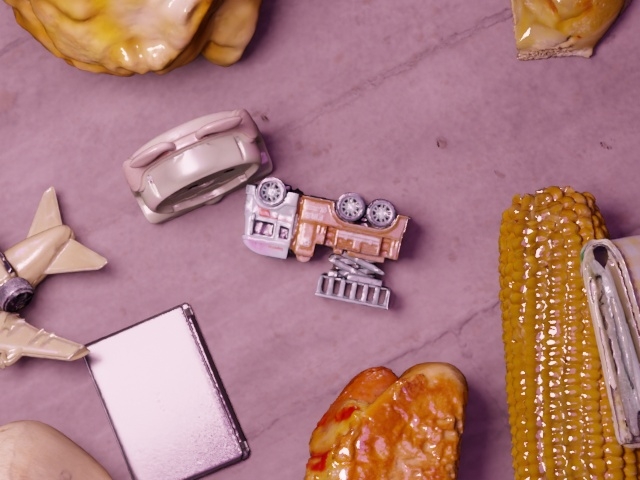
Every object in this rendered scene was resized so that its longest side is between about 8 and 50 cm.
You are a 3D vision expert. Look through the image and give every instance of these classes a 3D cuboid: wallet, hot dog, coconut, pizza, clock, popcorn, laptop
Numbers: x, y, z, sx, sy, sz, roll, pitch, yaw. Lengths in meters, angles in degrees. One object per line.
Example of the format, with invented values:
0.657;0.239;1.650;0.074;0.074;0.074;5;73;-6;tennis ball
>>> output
0.417;0.080;1.736;0.309;0.077;0.223;-9;80;-31;wallet
0.059;0.241;1.746;0.153;0.150;0.257;10;74;0;hot dog
-0.300;0.289;1.724;0.224;0.224;0.224;0;81;1;coconut
0.292;-0.296;1.854;0.204;0.080;0.188;-1;82;0;pizza
-0.130;-0.080;1.775;0.151;0.191;0.062;-24;81;-2;clock
-0.192;-0.364;1.743;0.354;0.344;0.390;-18;88;-7;popcorn
-0.166;0.172;1.828;0.129;0.016;0.180;-23;81;-2;laptop

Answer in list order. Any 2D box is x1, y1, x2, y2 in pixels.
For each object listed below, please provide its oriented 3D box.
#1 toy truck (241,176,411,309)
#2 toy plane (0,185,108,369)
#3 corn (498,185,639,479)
0.000;0.000;1.820;0.177;0.080;0.115;12;92;2;toy truck
-0.356;0.060;1.813;0.256;0.104;0.242;-35;67;-10;toy plane
0.258;0.142;1.762;0.144;0.144;0.387;-5;78;1;corn
